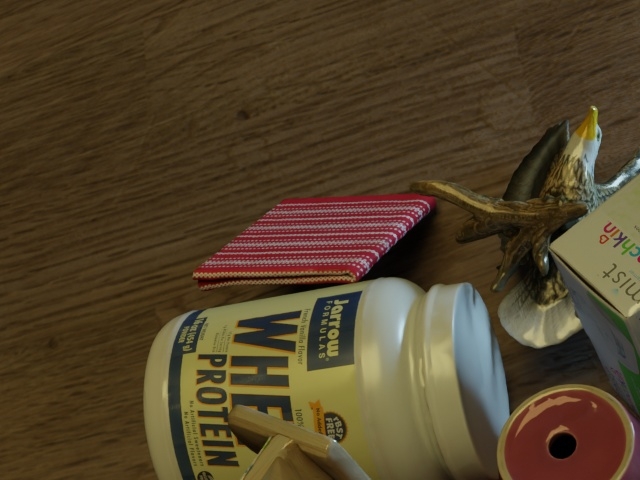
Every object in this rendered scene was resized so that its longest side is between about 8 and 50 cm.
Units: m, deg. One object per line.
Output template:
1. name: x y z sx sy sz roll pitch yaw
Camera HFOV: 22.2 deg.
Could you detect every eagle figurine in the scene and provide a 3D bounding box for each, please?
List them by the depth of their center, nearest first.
1. eagle figurine: 0.272 -0.039 1.723 0.225 0.298 0.226 -46 74 25

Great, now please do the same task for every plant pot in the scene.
1. plant pot: 0.250 0.233 1.527 0.201 0.180 0.201 -13 52 17

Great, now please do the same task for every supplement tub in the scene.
1. supplement tub: 0.010 0.166 1.655 0.325 0.235 0.235 -11 52 19

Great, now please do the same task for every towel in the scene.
1. towel: 0.000 0.000 1.820 0.199 0.031 0.275 -2 17 23

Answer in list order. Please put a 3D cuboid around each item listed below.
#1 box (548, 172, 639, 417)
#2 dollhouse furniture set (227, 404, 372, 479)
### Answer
1. box: 0.367 0.038 1.563 0.231 0.262 0.127 -38 49 -6
2. dollhouse furniture set: -0.075 0.384 1.397 0.256 0.394 0.362 13 61 48
